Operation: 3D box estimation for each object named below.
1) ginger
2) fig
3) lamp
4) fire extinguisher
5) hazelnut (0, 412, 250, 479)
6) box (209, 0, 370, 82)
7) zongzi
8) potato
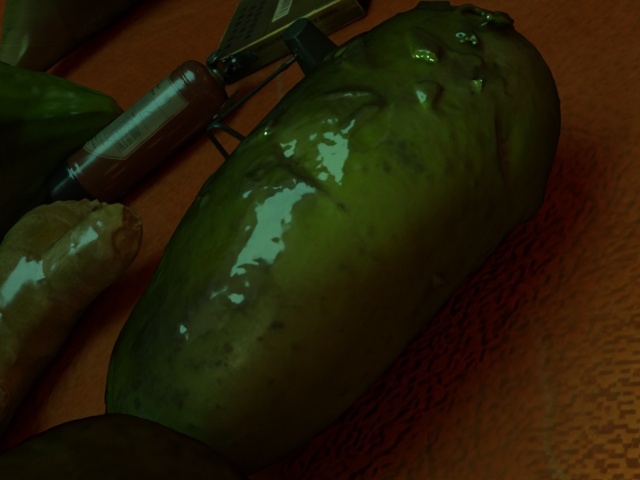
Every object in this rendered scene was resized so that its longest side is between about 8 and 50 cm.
[{"bbox_3d":[-0.215,0.094,0.620,0.118,0.065,0.299,0,53,56],"label":"ginger"},{"bbox_3d":[-0.282,-0.072,0.798,0.233,0.167,0.167,-44,27,28],"label":"fig"},{"bbox_3d":[-0.026,-0.096,0.651,0.041,0.054,0.121,-8,44,44],"label":"lamp"},{"bbox_3d":[-0.116,-0.081,0.739,0.177,0.050,0.062,-39,20,7],"label":"fire extinguisher"},{"bbox_3d":[-0.076,0.153,0.308,0.178,0.178,0.204,-27,29,24],"label":"hazelnut"},{"bbox_3d":[-0.018,-0.174,0.771,0.133,0.023,0.090,-21,38,31],"label":"box"},{"bbox_3d":[-0.201,-0.268,1.018,0.274,0.145,0.300,4,70,44],"label":"zongzi"},{"bbox_3d":[0.000,0.000,0.432,0.251,0.113,0.149,-43,6,-8],"label":"potato"}]
